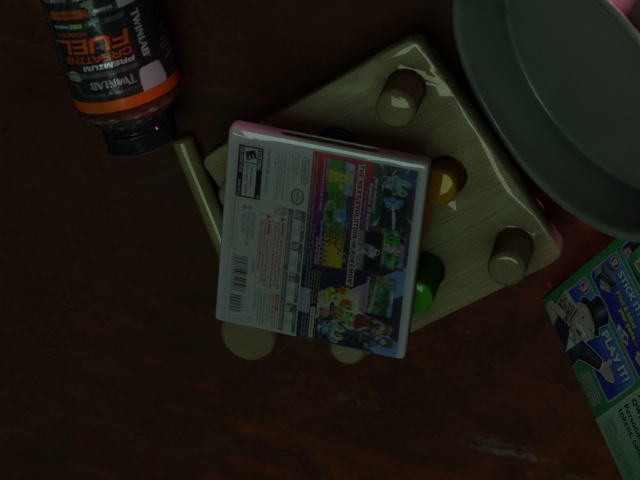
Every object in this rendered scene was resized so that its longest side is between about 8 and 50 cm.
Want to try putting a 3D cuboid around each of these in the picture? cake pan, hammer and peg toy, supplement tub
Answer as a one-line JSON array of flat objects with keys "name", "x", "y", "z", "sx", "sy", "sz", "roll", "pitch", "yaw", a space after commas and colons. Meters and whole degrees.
[{"name": "cake pan", "x": 0.230, "y": -0.133, "z": 1.710, "sx": 0.293, "sy": 0.054, "sz": 0.293, "roll": 44, "pitch": 156, "yaw": 25}, {"name": "hammer and peg toy", "x": 0.011, "y": -0.016, "z": 1.881, "sx": 0.361, "sy": 0.127, "sz": 0.266, "roll": -27, "pitch": 108, "yaw": 26}, {"name": "supplement tub", "x": -0.192, "y": -0.179, "z": 1.862, "sx": 0.106, "sy": 0.106, "sz": 0.198, "roll": -8, "pitch": 116, "yaw": 19}]

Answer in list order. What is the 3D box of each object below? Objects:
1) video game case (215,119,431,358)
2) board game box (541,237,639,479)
[{"name": "video game case", "x": 0.000, "y": 0.000, "z": 1.807, "sx": 0.183, "sy": 0.023, "sz": 0.201, "roll": 12, "pitch": 118, "yaw": 11}, {"name": "board game box", "x": 0.333, "y": 0.139, "z": 1.787, "sx": 0.213, "sy": 0.046, "sz": 0.317, "roll": -44, "pitch": 61, "yaw": 46}]
